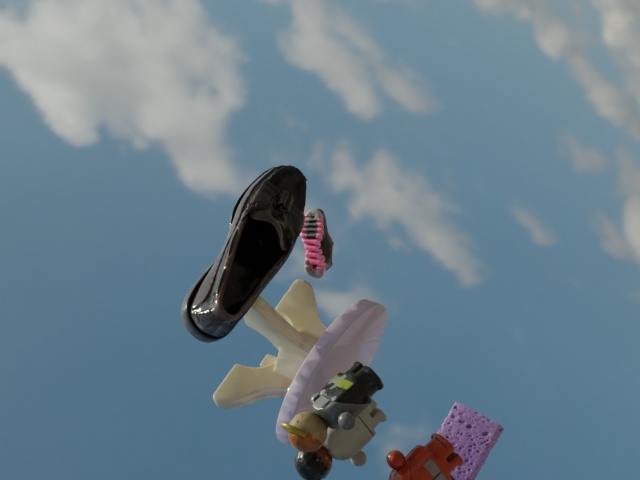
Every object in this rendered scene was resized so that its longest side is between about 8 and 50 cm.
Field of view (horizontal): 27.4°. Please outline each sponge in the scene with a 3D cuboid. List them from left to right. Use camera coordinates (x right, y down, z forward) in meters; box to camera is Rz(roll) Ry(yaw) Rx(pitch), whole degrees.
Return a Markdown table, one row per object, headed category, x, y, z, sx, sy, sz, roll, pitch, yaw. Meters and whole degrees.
| category | x | y | z | sx | sy | sz | roll | pitch | yaw |
| --- | --- | --- | --- | --- | --- | --- | --- | --- | --- |
| sponge | 0.277 | 0.447 | 2.707 | 0.117 | 0.210 | 0.031 | 25 | 166 | 33 |

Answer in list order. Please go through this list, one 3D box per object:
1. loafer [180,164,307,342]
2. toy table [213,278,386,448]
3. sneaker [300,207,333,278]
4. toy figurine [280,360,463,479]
| category | x | y | z | sx | sy | sz | roll | pitch | yaw |
| --- | --- | --- | --- | --- | --- | --- | --- | --- | --- |
| loafer | -0.085 | 0.011 | 1.834 | 0.109 | 0.095 | 0.302 | 39 | -121 | -17 |
| toy table | -0.034 | 0.185 | 2.085 | 0.161 | 0.252 | 0.274 | 23 | -131 | 25 |
| sneaker | 0.000 | 0.000 | 2.161 | 0.047 | 0.119 | 0.057 | 12 | -156 | 34 |
| toy figurine | 0.058 | 0.277 | 1.614 | 0.209 | 0.148 | 0.213 | 43 | 166 | 17 |
